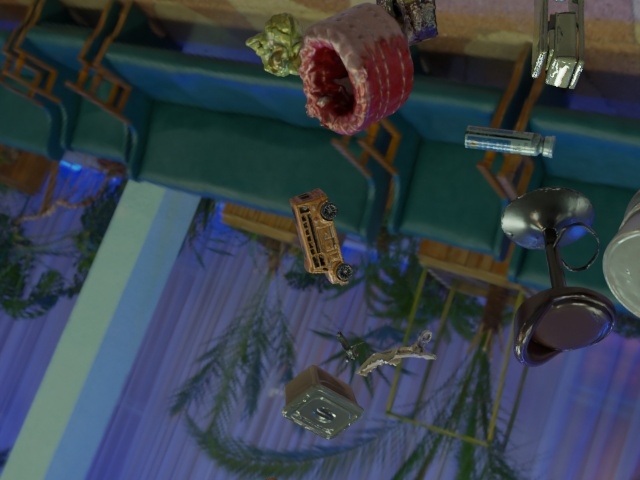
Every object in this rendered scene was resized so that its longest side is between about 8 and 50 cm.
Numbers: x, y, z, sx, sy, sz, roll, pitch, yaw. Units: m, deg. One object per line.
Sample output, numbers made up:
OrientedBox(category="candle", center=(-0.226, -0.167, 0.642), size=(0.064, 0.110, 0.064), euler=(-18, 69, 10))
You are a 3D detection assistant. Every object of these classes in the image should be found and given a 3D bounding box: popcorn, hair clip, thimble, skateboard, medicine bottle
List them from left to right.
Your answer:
OrientedBox(category="popcorn", center=(-0.084, -0.444, 1.689), size=(0.162, 0.142, 0.135), euler=(17, -171, 25))
OrientedBox(category="skateboard", center=(0.059, 0.206, 1.509), size=(0.064, 0.032, 0.083), euler=(60, -166, 3))
OrientedBox(category="thimble", center=(0.055, -0.268, 1.171), size=(0.163, 0.125, 0.190), euler=(39, 148, 29))
OrientedBox(category="hair clip", center=(0.171, 0.265, 1.732), size=(0.226, 0.072, 0.034), euler=(-22, 142, 36))
OrientedBox(category="medicine bottle", center=(0.409, -0.214, 1.613), size=(0.191, 0.051, 0.051), euler=(11, 168, 20))
OrientedBox(category="medicine bottle", center=(0.660, -0.010, 1.314), size=(0.245, 0.306, 0.245), euler=(30, 139, 30))

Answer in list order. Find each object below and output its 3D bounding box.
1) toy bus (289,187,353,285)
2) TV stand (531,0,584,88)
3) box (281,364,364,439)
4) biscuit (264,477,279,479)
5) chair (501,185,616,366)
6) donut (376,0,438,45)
OrientedBox(category="toy bus", center=(0.000, 0.000, 1.488), size=(0.088, 0.195, 0.083), euler=(-17, -163, -8))
OrientedBox(category="TV stand", center=(0.238, -0.255, 0.745), size=(0.042, 0.249, 0.036), euler=(7, 148, 7))
OrientedBox(category="box", center=(0.001, 0.262, 1.213), size=(0.122, 0.089, 0.062), euler=(36, -157, -34))
OrientedBox(category="biscuit", center=(-0.067, 0.518, 1.378), size=(0.133, 0.184, 0.027), euler=(-4, -160, 11))
OrientedBox(category="chair", center=(0.539, 0.091, 1.701), size=(0.226, 0.401, 0.227), euler=(5, 138, 4))
OrientedBox(category="donut", center=(0.144, -0.397, 1.261), size=(0.140, 0.059, 0.140), euler=(57, 165, 24))
